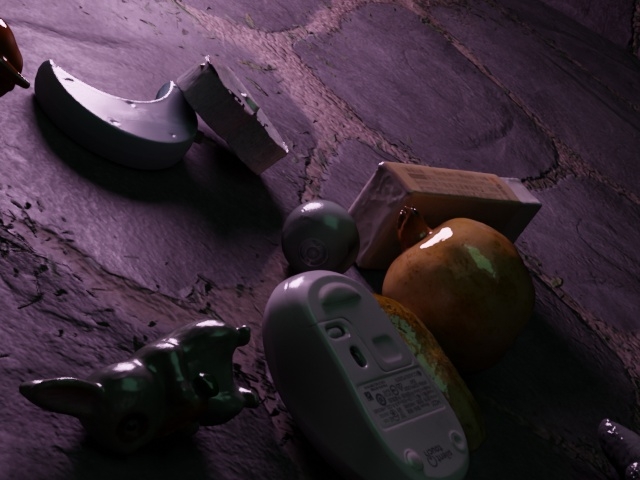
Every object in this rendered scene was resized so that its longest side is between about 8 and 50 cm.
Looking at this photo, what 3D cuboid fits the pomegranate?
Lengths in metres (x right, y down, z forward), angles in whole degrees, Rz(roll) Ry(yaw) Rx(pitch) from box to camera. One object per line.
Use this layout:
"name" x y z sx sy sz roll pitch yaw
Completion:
"pomegranate" 0.178 0.072 1.726 0.207 0.207 0.207 28 27 -16

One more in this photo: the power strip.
"power strip" -0.247 -0.161 1.757 0.253 0.054 0.167 7 40 -44

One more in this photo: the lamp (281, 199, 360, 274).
"lamp" 0.000 0.000 1.722 0.105 0.105 0.105 28 27 -16

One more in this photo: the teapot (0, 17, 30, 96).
"teapot" -0.413 -0.218 1.610 0.116 0.116 0.173 5 12 -46

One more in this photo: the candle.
"candle" -0.129 -0.188 1.860 0.192 0.068 0.168 48 8 -36

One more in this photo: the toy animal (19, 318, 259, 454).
"toy animal" -0.174 0.153 1.294 0.236 0.138 0.108 -18 96 -32

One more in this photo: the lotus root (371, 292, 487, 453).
"lotus root" 0.108 0.152 1.612 0.258 0.097 0.110 46 25 12

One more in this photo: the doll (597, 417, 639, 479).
"doll" 0.441 0.370 1.626 0.340 0.158 0.246 40 -9 43

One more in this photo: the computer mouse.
"computer mouse" 0.034 0.172 1.464 0.296 0.121 0.184 57 29 11

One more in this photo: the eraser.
"eraser" 0.179 -0.031 1.946 0.343 0.144 0.078 3 39 -49
